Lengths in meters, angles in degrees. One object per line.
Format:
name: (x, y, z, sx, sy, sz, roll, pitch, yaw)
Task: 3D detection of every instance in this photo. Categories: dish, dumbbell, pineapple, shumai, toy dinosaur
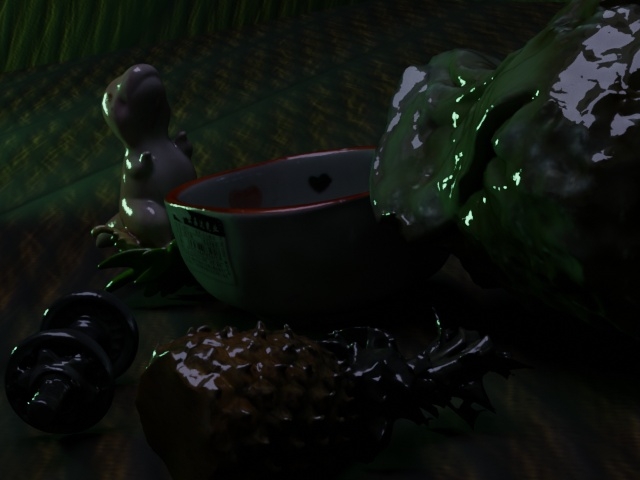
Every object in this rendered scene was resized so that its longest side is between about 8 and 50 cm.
dish: (0.000, 0.000, 1.480, 0.256, 0.117, 0.256, -9, 13, 2)
dumbbell: (-0.184, 0.088, 1.296, 0.081, 0.082, 0.254, -7, 13, 4)
pineapple: (0.010, 0.094, 1.098, 0.251, 0.125, 0.125, -9, 11, -33)
shumai: (0.157, -0.064, 1.282, 0.288, 0.292, 0.330, 11, 29, 22)
toy dinosaur: (-0.168, -0.044, 1.607, 0.152, 0.177, 0.194, -26, -24, -32)
